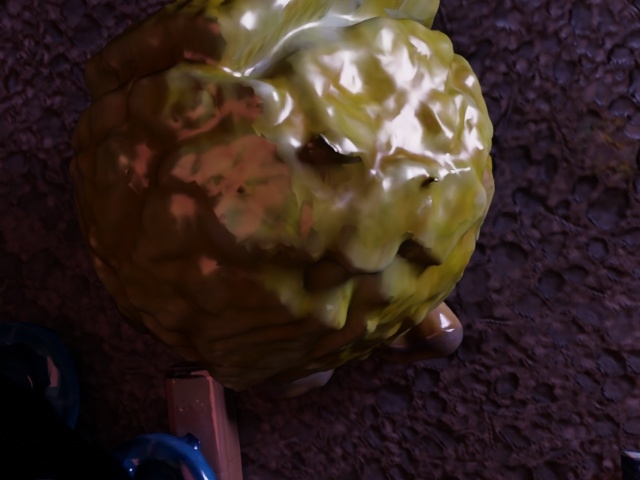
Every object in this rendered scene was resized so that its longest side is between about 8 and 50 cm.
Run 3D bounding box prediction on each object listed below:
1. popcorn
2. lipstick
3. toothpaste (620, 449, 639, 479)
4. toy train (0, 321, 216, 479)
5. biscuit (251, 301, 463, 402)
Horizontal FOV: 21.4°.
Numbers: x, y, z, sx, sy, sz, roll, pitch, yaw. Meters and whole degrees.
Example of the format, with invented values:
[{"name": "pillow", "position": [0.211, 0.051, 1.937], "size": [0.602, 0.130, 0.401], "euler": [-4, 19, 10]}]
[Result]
[{"name": "popcorn", "position": [-0.029, -0.045, 1.060], "size": [0.247, 0.282, 0.282], "euler": [-21, 88, 39]}, {"name": "lipstick", "position": [-0.084, 0.162, 1.244], "size": [0.045, 0.045, 0.145], "euler": [-5, 92, 10]}, {"name": "toothpaste", "position": [0.252, 0.162, 1.189], "size": [0.083, 0.019, 0.027], "euler": [3, 111, 15]}, {"name": "toy train", "position": [-0.238, 0.214, 1.193], "size": [0.300, 0.188, 0.265], "euler": [36, 110, 17]}, {"name": "biscuit", "position": [0.001, 0.000, 1.217], "size": [0.164, 0.047, 0.208], "euler": [-16, 88, 9]}]
